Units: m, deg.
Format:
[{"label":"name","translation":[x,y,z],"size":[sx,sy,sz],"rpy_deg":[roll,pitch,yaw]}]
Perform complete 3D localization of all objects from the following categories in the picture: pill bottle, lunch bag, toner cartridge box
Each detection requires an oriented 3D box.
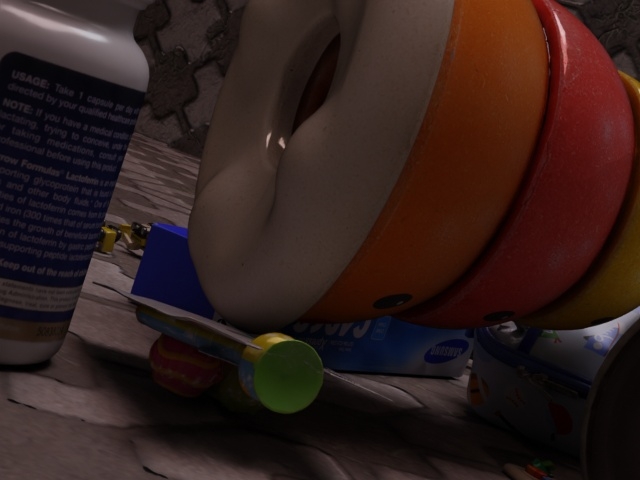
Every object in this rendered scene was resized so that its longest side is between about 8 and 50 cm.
[{"label":"pill bottle","translation":[-0.194,-0.070,0.852],"size":[0.153,0.265,0.153],"rpy_deg":[19,5,-2]},{"label":"lunch bag","translation":[0.269,0.076,1.240],"size":[0.243,0.115,0.303],"rpy_deg":[23,42,20]},{"label":"toner cartridge box","translation":[-0.001,0.061,1.287],"size":[0.165,0.075,0.348],"rpy_deg":[23,6,33]}]

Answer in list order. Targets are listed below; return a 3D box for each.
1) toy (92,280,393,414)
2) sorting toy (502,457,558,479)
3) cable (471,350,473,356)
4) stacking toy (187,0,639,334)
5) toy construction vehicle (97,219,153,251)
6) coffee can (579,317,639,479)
[{"label":"toy","translation":[-0.065,0.079,0.885],"size":[0.137,0.056,0.237],"rpy_deg":[24,-8,-22]},{"label":"sorting toy","translation":[0.166,0.174,1.015],"size":[0.062,0.012,0.083],"rpy_deg":[17,5,-19]},{"label":"cable","translation":[0.210,0.126,1.544],"size":[0.184,0.047,0.150],"rpy_deg":[21,5,26]},{"label":"stacking toy","translation":[0.171,-0.041,1.061],"size":[0.480,0.350,0.350],"rpy_deg":[19,4,-20]},{"label":"toy construction vehicle","translation":[-0.217,-0.003,1.469],"size":[0.086,0.035,0.098],"rpy_deg":[2,11,-35]},{"label":"coffee can","translation":[0.292,0.126,0.913],"size":[0.201,0.201,0.275],"rpy_deg":[21,5,19]}]
